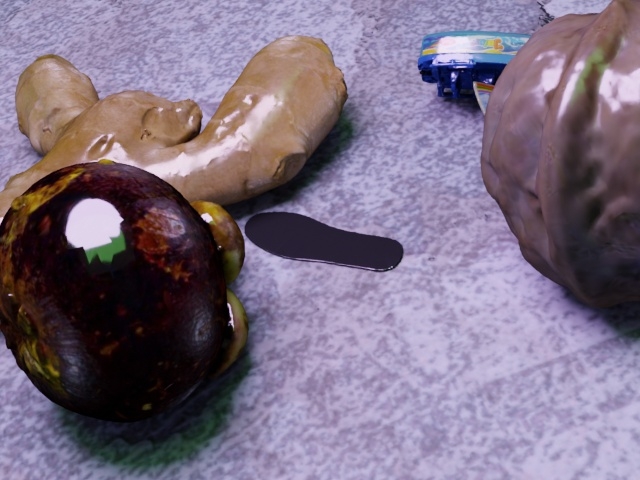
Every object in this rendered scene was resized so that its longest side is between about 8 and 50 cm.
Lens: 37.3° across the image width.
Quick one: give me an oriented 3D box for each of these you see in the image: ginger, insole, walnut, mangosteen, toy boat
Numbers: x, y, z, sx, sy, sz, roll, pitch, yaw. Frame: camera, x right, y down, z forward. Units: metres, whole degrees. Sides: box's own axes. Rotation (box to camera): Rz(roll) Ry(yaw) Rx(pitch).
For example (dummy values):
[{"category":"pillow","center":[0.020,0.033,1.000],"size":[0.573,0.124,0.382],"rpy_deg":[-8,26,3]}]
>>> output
[{"category":"ginger","center":[-0.173,-0.057,0.863],"size":[0.362,0.122,0.348],"rpy_deg":[7,50,12]},{"category":"insole","center":[0.000,0.000,0.826],"size":[0.152,0.002,0.053],"rpy_deg":[10,49,23]},{"category":"walnut","center":[0.220,-0.065,0.683],"size":[0.224,0.224,0.224],"rpy_deg":[-7,45,7]},{"category":"mangosteen","center":[-0.134,0.029,0.714],"size":[0.192,0.192,0.217],"rpy_deg":[28,37,34]},{"category":"toy boat","center":[0.174,-0.131,0.872],"size":[0.174,0.091,0.110],"rpy_deg":[4,81,13]}]
